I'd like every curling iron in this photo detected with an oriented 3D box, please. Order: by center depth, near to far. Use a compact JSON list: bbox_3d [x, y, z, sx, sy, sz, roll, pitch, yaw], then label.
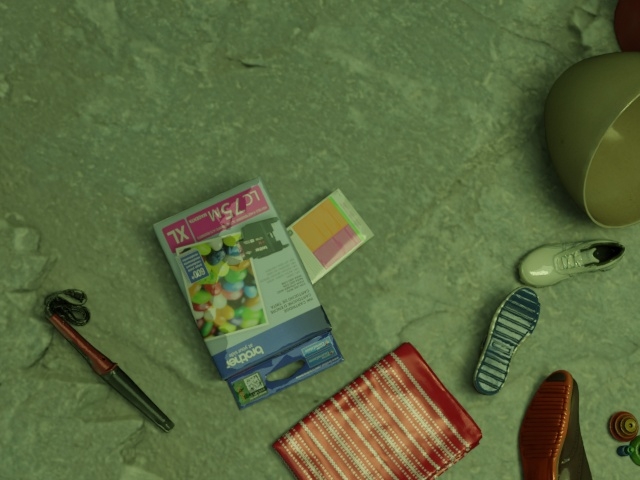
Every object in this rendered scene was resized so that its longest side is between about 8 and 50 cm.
[{"bbox_3d":[-0.312,0.178,1.836,0.068,0.035,0.274,-40,87,-15],"label":"curling iron"}]

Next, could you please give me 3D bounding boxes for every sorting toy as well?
[{"bbox_3d":[0.498,0.317,1.949,0.102,0.042,0.061,46,74,1],"label":"sorting toy"}]

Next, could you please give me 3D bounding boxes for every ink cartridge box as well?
[{"bbox_3d":[-0.108,0.079,1.869,0.186,0.065,0.311,-25,85,-4],"label":"ink cartridge box"}]

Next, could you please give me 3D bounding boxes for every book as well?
[{"bbox_3d":[0.000,0.000,1.934,0.144,0.035,0.096,-38,87,-14],"label":"book"}]

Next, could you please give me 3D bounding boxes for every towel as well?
[{"bbox_3d":[0.091,0.307,1.884,0.275,0.031,0.199,-36,85,-15],"label":"towel"}]

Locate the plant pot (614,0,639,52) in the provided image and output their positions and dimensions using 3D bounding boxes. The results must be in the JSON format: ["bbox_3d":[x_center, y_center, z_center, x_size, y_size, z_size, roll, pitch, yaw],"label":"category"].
[{"bbox_3d":[0.620,-0.391,2.023,0.275,0.243,0.274,2,77,-10],"label":"plant pot"}]

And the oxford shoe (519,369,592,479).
[{"bbox_3d":[0.370,0.338,1.908,0.098,0.097,0.271,16,79,-27],"label":"oxford shoe"}]

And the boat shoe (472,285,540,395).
[{"bbox_3d":[0.283,0.155,1.932,0.066,0.066,0.183,30,80,-1],"label":"boat shoe"}]

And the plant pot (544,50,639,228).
[{"bbox_3d":[0.467,-0.187,1.963,0.284,0.284,0.191,-30,47,-15],"label":"plant pot"}]

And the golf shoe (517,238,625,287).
[{"bbox_3d":[0.403,0.028,1.974,0.176,0.086,0.069,-15,83,-11],"label":"golf shoe"}]
